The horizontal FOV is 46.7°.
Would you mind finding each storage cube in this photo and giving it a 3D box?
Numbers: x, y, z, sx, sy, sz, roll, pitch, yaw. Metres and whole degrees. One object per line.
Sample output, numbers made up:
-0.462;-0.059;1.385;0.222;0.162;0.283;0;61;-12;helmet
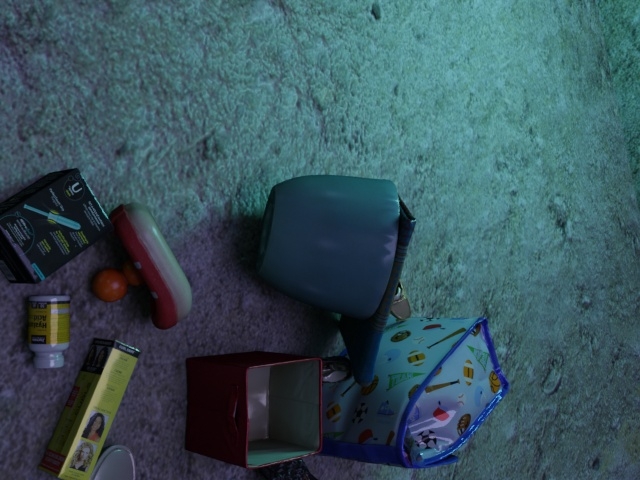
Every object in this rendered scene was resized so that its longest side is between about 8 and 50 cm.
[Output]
-0.127;0.316;1.422;0.214;0.193;0.184;2;87;-45;storage cube

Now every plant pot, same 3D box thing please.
0.000;0.000;1.498;0.235;0.293;0.293;10;80;-11;plant pot

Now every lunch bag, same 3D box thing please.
0.172;0.351;1.626;0.385;0.327;0.239;-36;108;-41;lunch bag

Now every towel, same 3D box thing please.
0.115;0.083;1.549;0.040;0.271;0.370;10;111;-12;towel

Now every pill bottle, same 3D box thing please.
-0.442;0.147;1.206;0.065;0.065;0.117;1;88;-45;pill bottle

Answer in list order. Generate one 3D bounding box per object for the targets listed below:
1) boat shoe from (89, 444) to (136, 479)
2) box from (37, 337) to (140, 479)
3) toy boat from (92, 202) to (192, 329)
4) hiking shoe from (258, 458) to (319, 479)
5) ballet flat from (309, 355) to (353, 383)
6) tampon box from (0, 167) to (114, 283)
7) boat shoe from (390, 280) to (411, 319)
-0.396;0.509;1.236;0.112;0.095;0.336;25;66;-44;boat shoe
-0.386;0.282;1.244;0.058;0.087;0.232;33;67;-37;box
-0.325;0.058;1.296;0.151;0.151;0.231;-29;111;-9;toy boat
-0.061;0.510;1.554;0.227;0.114;0.086;40;53;-4;hiking shoe
-0.016;0.281;1.569;0.188;0.070;0.070;-8;95;-16;ballet flat
-0.442;-0.023;1.185;0.161;0.101;0.121;-43;118;-37;tampon box
0.162;0.117;1.686;0.063;0.059;0.170;-31;109;-2;boat shoe
